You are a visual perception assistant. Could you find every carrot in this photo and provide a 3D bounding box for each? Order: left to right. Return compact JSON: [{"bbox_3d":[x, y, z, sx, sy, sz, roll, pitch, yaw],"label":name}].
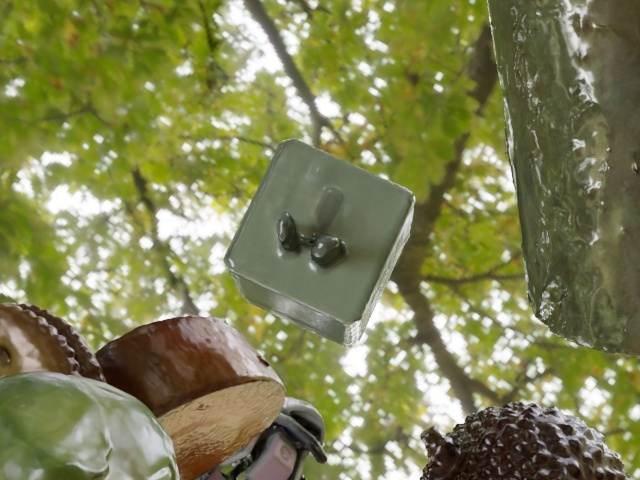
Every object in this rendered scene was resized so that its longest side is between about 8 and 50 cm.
[{"bbox_3d":[-0.169,0.197,1.193,0.258,0.100,0.307,-18,-27,-19],"label":"carrot"}]

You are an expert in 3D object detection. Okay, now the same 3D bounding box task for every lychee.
[{"bbox_3d":[0.219,0.318,1.208,0.276,0.304,0.276,-46,1,1],"label":"lychee"}]

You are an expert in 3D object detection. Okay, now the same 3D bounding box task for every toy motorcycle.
[{"bbox_3d":[-0.089,0.323,1.457,0.188,0.143,0.327,-33,22,29],"label":"toy motorcycle"}]

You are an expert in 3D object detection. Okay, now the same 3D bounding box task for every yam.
[{"bbox_3d":[0.185,-0.076,0.641,0.161,0.161,0.268,-17,-80,-47],"label":"yam"}]

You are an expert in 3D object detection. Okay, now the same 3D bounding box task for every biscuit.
[{"bbox_3d":[-0.294,0.162,0.989,0.220,0.220,0.066,-58,-22,6],"label":"biscuit"}]

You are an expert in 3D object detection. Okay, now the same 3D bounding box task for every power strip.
[{"bbox_3d":[0.000,0.000,1.019,0.140,0.139,0.224,-63,-7,-12],"label":"power strip"}]

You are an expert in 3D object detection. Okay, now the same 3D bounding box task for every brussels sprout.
[{"bbox_3d":[-0.158,0.147,0.673,0.117,0.155,0.155,-51,-27,22],"label":"brussels sprout"}]
